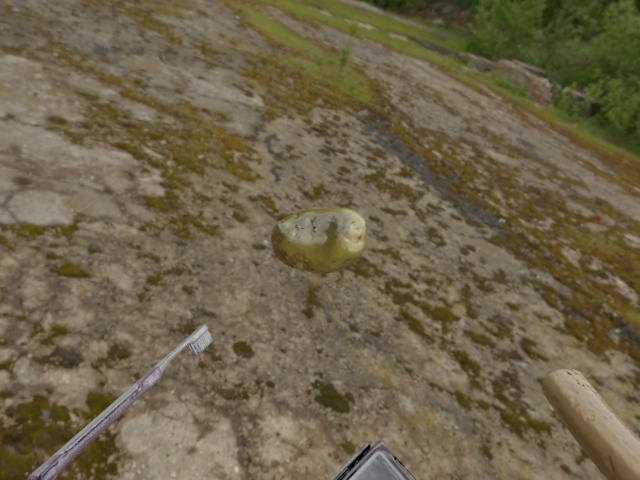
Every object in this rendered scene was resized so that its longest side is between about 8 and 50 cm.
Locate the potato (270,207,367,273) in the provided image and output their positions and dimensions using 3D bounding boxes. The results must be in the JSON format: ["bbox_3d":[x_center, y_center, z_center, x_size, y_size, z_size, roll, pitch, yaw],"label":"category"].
[{"bbox_3d":[0.000,0.000,0.737,0.137,0.070,0.092,3,58,27],"label":"potato"}]

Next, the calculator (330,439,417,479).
[{"bbox_3d":[0.014,0.341,0.521,0.274,0.028,0.166,-39,75,-21],"label":"calculator"}]

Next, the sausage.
[{"bbox_3d":[0.348,0.252,0.606,0.065,0.066,0.301,14,19,-19],"label":"sausage"}]

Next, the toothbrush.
[{"bbox_3d":[-0.216,0.184,0.680,0.029,0.024,0.354,58,21,-5],"label":"toothbrush"}]
